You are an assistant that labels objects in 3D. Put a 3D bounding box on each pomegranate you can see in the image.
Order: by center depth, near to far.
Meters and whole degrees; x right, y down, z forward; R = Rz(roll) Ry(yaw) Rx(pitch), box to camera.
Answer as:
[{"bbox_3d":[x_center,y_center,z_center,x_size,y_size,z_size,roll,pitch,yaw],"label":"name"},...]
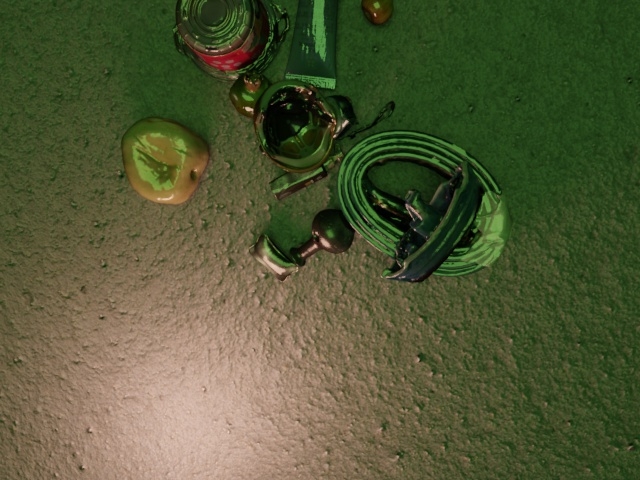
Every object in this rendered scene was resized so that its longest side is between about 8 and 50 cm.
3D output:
[{"bbox_3d":[-0.169,-0.369,1.322,0.114,0.142,0.115,2,75,-6],"label":"pomegranate"}]

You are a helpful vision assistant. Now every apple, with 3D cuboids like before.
[{"bbox_3d":[0.140,-0.572,1.299,0.071,0.084,0.084,-35,93,0],"label":"apple"}]

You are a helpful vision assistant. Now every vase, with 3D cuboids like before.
[{"bbox_3d":[0.000,0.000,1.375,0.183,0.120,0.120,-37,93,25],"label":"vase"}]

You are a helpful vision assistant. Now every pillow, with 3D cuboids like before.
[{"bbox_3d":[-0.126,0.048,1.408,0.091,0.055,0.136,-42,91,20],"label":"pillow"}]

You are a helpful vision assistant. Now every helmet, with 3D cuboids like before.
[{"bbox_3d":[-0.071,-0.287,1.300,0.198,0.130,0.224,-28,124,-4],"label":"helmet"}]

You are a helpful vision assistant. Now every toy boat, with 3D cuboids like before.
[{"bbox_3d":[0.231,-0.038,1.160,0.142,0.129,0.309,32,100,-11],"label":"toy boat"}]

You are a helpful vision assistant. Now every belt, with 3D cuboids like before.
[{"bbox_3d":[0.248,-0.095,1.302,0.436,0.173,0.300,28,100,1],"label":"belt"}]

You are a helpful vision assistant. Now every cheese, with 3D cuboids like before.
[{"bbox_3d":[-0.398,-0.210,1.373,0.217,0.117,0.235,-27,98,6],"label":"cheese"}]

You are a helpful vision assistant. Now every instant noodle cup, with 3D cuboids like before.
[{"bbox_3d":[-0.236,-0.525,1.285,0.302,0.181,0.259,-18,96,7],"label":"instant noodle cup"}]

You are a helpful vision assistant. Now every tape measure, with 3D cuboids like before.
[{"bbox_3d":[0.088,-0.327,1.356,0.179,0.104,0.107,-22,78,-22],"label":"tape measure"}]

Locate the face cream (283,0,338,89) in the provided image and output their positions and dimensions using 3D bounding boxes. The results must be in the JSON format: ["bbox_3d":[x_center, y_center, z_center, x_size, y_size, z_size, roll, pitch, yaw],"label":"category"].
[{"bbox_3d":[-0.006,-0.576,1.312,0.135,0.086,0.386,9,103,7],"label":"face cream"}]

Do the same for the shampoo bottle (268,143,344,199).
[{"bbox_3d":[-0.032,-0.177,1.375,0.207,0.057,0.064,-28,87,6],"label":"shampoo bottle"}]
